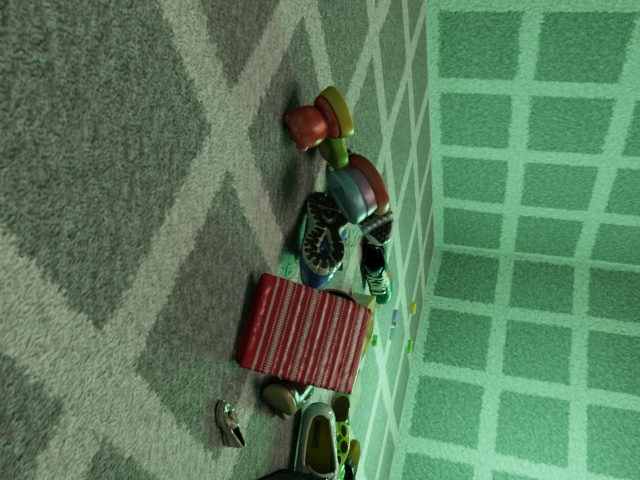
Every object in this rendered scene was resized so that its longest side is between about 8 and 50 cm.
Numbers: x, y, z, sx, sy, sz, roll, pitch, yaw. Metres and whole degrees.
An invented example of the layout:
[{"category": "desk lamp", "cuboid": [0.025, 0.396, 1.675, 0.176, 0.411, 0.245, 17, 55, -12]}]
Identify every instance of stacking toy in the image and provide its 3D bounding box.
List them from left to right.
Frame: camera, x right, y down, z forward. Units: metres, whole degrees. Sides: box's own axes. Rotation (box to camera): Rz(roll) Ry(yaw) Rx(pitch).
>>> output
[{"category": "stacking toy", "cuboid": [0.021, -0.171, 1.433, 0.309, 0.130, 0.279, 63, -10, 0]}, {"category": "stacking toy", "cuboid": [0.308, 0.356, 2.571, 0.052, 0.166, 0.221, -9, 105, -73]}]

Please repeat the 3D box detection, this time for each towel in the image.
[{"category": "towel", "cuboid": [-0.030, 0.198, 1.284, 0.031, 0.274, 0.199, -10, -118, 63]}]

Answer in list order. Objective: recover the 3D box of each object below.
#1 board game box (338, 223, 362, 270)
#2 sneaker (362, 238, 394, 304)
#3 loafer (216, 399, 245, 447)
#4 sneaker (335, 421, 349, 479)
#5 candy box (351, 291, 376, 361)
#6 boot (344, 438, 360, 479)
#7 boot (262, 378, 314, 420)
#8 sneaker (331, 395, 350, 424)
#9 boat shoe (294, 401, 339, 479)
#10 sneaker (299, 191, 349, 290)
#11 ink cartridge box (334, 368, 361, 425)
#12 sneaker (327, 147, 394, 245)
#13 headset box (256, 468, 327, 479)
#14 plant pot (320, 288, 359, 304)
[{"category": "board game box", "cuboid": [0.089, -0.081, 1.892, 0.317, 0.046, 0.214, -59, 152, -53]}, {"category": "sneaker", "cuboid": [0.204, 0.119, 2.259, 0.121, 0.108, 0.302, -53, 138, -58]}, {"category": "loafer", "cuboid": [-0.173, 0.361, 1.200, 0.045, 0.039, 0.125, -62, 153, -50]}, {"category": "sneaker", "cuboid": [0.026, 0.704, 1.911, 0.123, 0.109, 0.296, -19, 120, -84]}, {"category": "candy box", "cuboid": [0.105, 0.306, 2.012, 0.316, 0.087, 0.183, -35, 130, -69]}, {"category": "boot", "cuboid": [0.093, 0.904, 2.266, 0.280, 0.096, 0.264, 13, 76, -80]}, {"category": "boot", "cuboid": [-0.042, 0.312, 1.445, 0.207, 0.090, 0.248, -52, 166, -21]}, {"category": "sneaker", "cuboid": [0.057, 0.615, 2.030, 0.086, 0.064, 0.192, 71, 32, -67]}, {"category": "boat shoe", "cuboid": [-0.004, 0.632, 1.637, 0.156, 0.135, 0.367, 111, -16, -86]}, {"category": "sneaker", "cuboid": [0.000, 0.000, 1.542, 0.330, 0.129, 0.147, -73, -176, -50]}, {"category": "ink cartridge box", "cuboid": [0.100, 0.596, 2.174, 0.171, 0.056, 0.235, -57, 147, -58]}, {"category": "sneaker", "cuboid": [0.118, -0.114, 1.697, 0.118, 0.110, 0.292, 78, -12, -72]}, {"category": "headset box", "cuboid": [-0.090, 0.690, 1.441, 0.283, 0.131, 0.247, 38, 60, -71]}, {"category": "plant pot", "cuboid": [-0.011, 0.189, 1.401, 0.165, 0.166, 0.167, -3, -102, 66]}]
